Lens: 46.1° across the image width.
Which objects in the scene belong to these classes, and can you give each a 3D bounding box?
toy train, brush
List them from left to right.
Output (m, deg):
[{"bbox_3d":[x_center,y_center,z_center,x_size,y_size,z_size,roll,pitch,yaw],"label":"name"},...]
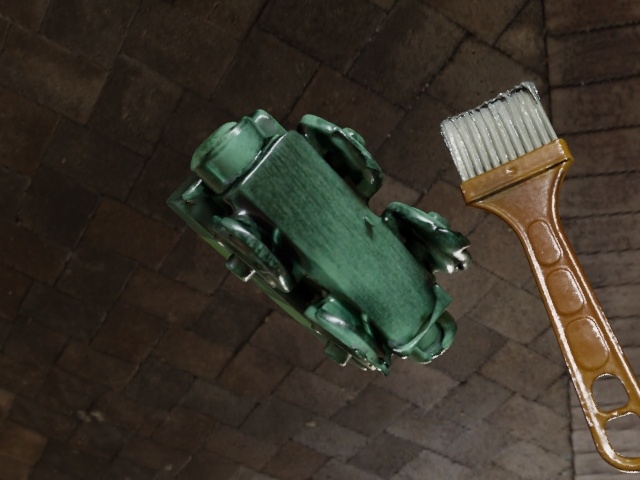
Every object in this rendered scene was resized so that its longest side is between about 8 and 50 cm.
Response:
[{"bbox_3d":[0.000,0.000,0.726,0.299,0.238,0.167,44,80,-17],"label":"toy train"},{"bbox_3d":[0.172,0.016,0.553,0.090,0.314,0.017,-25,149,17],"label":"brush"}]
